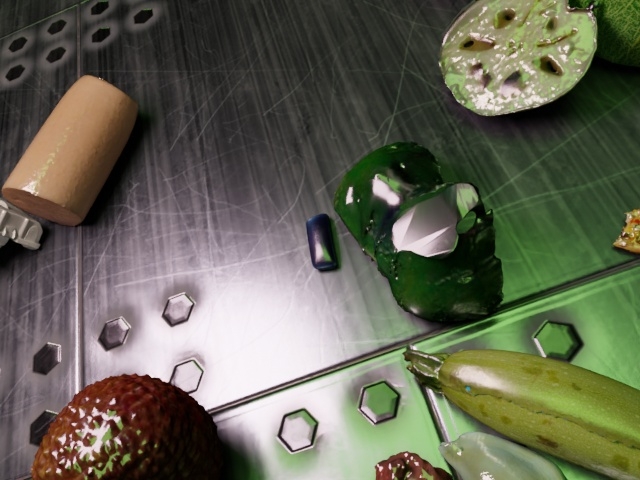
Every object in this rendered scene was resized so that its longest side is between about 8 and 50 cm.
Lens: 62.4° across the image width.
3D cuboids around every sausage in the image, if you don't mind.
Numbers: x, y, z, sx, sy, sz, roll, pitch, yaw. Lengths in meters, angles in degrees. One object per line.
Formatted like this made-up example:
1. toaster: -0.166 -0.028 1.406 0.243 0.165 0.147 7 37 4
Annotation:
1. sausage: -0.391 -0.155 0.858 0.123 0.123 0.253 8 65 22

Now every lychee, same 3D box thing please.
1. lychee: -0.197 0.227 0.547 0.194 0.194 0.195 -8 60 14

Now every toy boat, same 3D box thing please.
1. toy boat: -0.585 -0.034 0.853 0.269 0.141 0.141 8 65 24

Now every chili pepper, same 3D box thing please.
1. chili pepper: 0.109 -0.021 0.626 0.148 0.116 0.265 -29 56 4

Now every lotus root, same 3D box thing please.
1. lotus root: 0.269 -0.252 0.716 0.203 0.078 0.183 -2 83 36

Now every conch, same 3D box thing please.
1. conch: 0.190 0.237 0.485 0.088 0.065 0.180 -45 50 -8

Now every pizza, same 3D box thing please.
1. pizza: 0.377 -0.015 0.588 0.099 0.029 0.100 -26 57 3

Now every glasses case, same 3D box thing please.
1. glasses case: 0.000 0.000 0.704 0.033 0.023 0.083 -13 58 6

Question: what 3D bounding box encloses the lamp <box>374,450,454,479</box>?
1. lamp: 0.098 0.307 0.426 0.223 0.151 0.215 23 67 29

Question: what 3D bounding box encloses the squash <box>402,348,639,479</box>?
1. squash: 0.233 0.162 0.500 0.340 0.094 0.095 19 69 27

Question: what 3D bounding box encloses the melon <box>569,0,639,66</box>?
1. melon: 0.374 -0.344 0.644 0.129 0.169 0.265 -20 80 3
